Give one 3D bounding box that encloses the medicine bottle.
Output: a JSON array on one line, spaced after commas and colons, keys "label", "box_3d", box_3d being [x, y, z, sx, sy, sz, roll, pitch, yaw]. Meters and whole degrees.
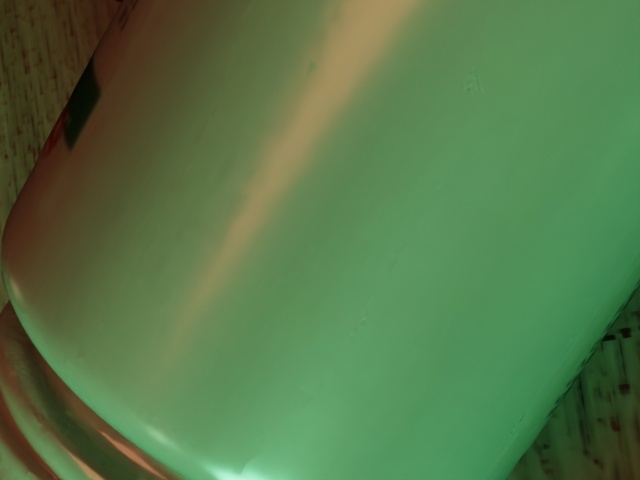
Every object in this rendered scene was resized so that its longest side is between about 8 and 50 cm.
[{"label": "medicine bottle", "box_3d": [0.000, 0.000, 0.691, 0.208, 0.208, 0.340, 42, 112, 26]}]
